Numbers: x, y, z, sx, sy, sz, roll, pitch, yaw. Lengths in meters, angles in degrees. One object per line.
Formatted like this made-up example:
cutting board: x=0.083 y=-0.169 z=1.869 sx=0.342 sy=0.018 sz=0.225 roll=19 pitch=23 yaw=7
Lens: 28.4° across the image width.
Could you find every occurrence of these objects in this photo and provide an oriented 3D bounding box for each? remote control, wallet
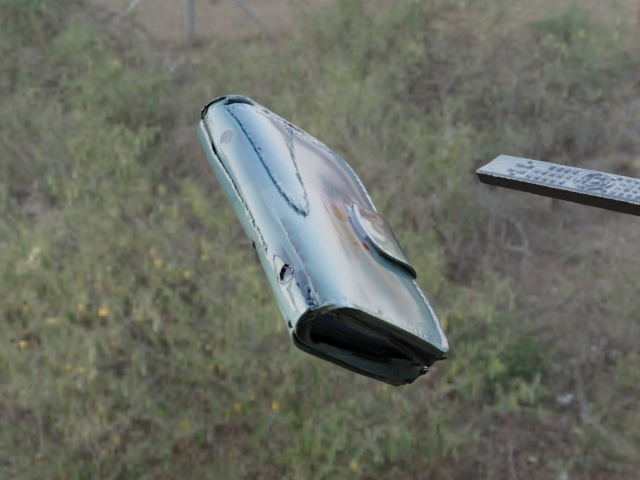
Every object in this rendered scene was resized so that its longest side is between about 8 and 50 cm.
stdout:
remote control: x=0.301 y=-0.067 z=1.504 sx=0.245 sy=0.025 sz=0.063 roll=15 pitch=38 yaw=39
wallet: x=0.000 y=0.000 z=1.055 sx=0.176 sy=0.075 sz=0.250 roll=28 pitch=26 yaw=-45
